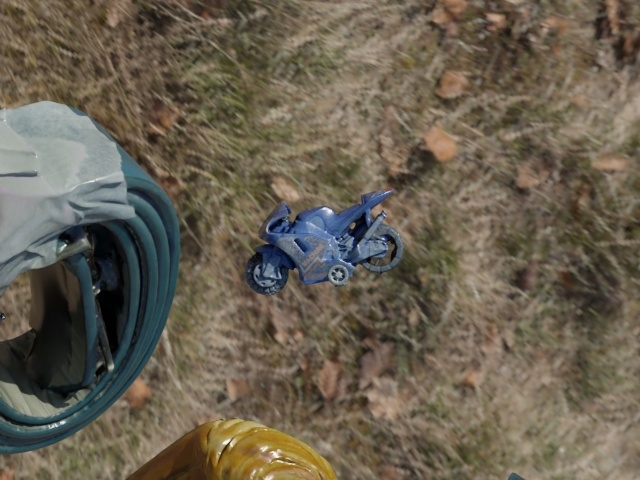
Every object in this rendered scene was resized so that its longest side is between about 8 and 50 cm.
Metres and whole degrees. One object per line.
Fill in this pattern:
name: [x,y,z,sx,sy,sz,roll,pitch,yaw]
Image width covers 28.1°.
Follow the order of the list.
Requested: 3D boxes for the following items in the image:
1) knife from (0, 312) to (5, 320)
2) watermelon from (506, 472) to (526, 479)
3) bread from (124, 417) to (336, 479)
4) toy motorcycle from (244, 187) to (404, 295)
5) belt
knife: [-0.354,0.077,1.215,0.121,0.031,0.018,1,112,-49]
watermelon: [0.175,0.233,1.024,0.061,0.085,0.085,-25,117,18]
bread: [-0.040,0.120,0.537,0.111,0.044,0.083,-35,120,29]
toy motorcycle: [0.000,0.000,1.590,0.205,0.076,0.114,-11,94,5]
belt: [-0.318,0.054,1.421,0.300,0.173,0.436,-25,143,-33]
